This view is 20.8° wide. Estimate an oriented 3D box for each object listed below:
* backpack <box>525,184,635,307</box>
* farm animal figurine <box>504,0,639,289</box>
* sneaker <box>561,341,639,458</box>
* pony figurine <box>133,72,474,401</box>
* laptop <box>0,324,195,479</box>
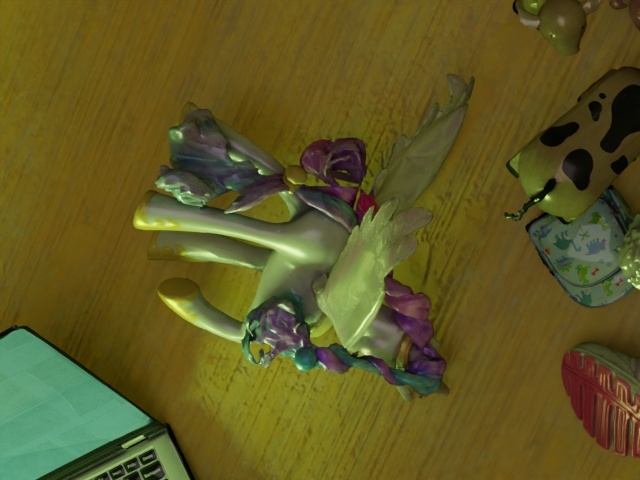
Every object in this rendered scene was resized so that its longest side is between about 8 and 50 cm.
[{"bbox_3d":[0.279,0.009,1.783,0.105,0.084,0.114,-33,91,17],"label":"backpack"},{"bbox_3d":[0.285,-0.153,1.665,0.330,0.172,0.326,30,82,1],"label":"farm animal figurine"},{"bbox_3d":[0.365,0.171,1.784,0.252,0.111,0.103,29,135,27],"label":"sneaker"},{"bbox_3d":[0.000,0.000,1.781,0.363,0.303,0.351,23,135,6],"label":"pony figurine"},{"bbox_3d":[-0.340,0.344,1.899,0.382,0.236,0.408,-28,84,16],"label":"laptop"}]
